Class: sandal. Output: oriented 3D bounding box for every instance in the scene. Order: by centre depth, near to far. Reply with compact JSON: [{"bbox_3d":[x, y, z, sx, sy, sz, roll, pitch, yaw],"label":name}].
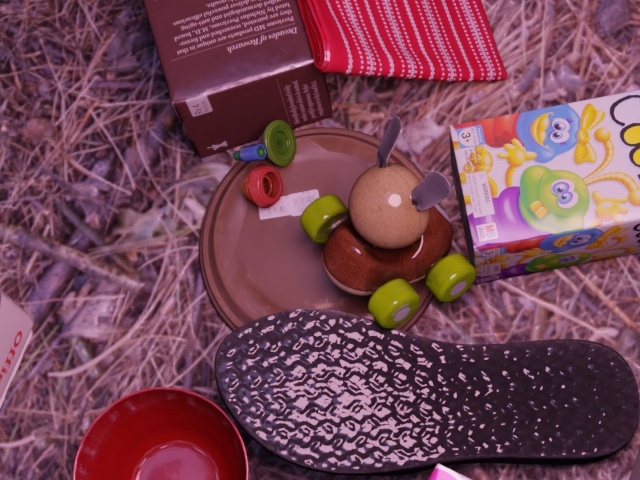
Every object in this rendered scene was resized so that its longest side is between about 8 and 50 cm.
[{"bbox_3d":[0.107,0.175,1.622,0.445,0.107,0.168,6,72,-6],"label":"sandal"}]

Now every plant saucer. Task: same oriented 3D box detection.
[{"bbox_3d":[0.000,0.000,1.706,0.277,0.041,0.278,-2,73,6],"label":"plant saucer"}]

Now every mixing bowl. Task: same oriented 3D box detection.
[{"bbox_3d":[-0.158,0.250,1.614,0.181,0.098,0.182,-1,74,5],"label":"mixing bowl"}]

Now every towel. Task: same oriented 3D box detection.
[{"bbox_3d":[0.080,-0.267,1.696,0.274,0.031,0.199,-2,68,-39],"label":"towel"}]

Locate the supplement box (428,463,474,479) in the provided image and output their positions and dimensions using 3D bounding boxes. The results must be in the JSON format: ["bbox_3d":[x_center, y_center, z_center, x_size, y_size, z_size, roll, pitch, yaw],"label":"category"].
[{"bbox_3d":[0.143,0.305,1.504,0.114,0.220,0.111,26,76,12],"label":"supplement box"}]

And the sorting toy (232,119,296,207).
[{"bbox_3d":[-0.066,-0.085,1.696,0.042,0.061,0.102,-6,60,40],"label":"sorting toy"}]

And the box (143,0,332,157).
[{"bbox_3d":[-0.098,-0.232,1.718,0.167,0.168,0.203,-17,73,-1],"label":"box"}]

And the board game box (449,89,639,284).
[{"bbox_3d":[0.286,-0.060,1.641,0.275,0.144,0.142,-11,73,3],"label":"board game box"}]

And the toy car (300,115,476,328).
[{"bbox_3d":[0.083,-0.035,1.566,0.149,0.188,0.155,-23,59,-29],"label":"toy car"}]

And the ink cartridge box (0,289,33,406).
[{"bbox_3d":[-0.425,0.120,1.584,0.117,0.283,0.207,18,75,14],"label":"ink cartridge box"}]

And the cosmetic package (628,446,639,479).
[{"bbox_3d":[0.455,0.350,1.405,0.393,0.327,0.329,19,76,10],"label":"cosmetic package"}]
